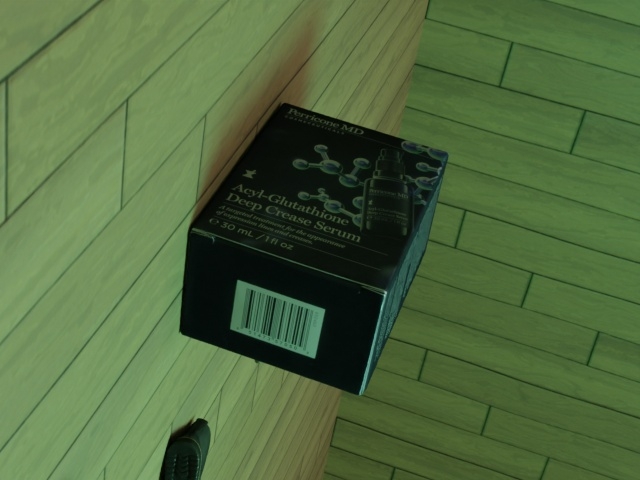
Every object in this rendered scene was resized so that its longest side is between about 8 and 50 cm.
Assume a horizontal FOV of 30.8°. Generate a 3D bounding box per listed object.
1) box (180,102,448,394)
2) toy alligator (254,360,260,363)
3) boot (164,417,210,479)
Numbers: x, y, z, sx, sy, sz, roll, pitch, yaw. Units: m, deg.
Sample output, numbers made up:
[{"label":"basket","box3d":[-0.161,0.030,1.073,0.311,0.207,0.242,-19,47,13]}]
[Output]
[{"label":"box","box3d":[0.000,0.000,1.792,0.395,0.294,0.212,-61,166,-52]},{"label":"toy alligator","box3d":[-0.117,0.153,2.154,0.051,0.056,0.189,-4,121,-34]},{"label":"boot","box3d":[-0.222,0.406,1.940,0.137,0.077,0.198,-55,162,-77]}]
